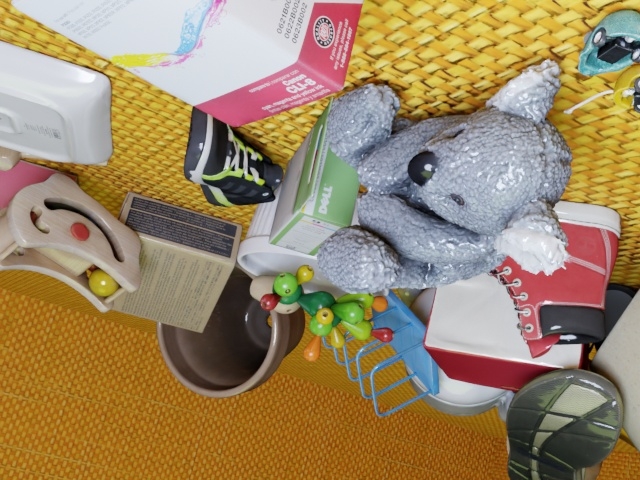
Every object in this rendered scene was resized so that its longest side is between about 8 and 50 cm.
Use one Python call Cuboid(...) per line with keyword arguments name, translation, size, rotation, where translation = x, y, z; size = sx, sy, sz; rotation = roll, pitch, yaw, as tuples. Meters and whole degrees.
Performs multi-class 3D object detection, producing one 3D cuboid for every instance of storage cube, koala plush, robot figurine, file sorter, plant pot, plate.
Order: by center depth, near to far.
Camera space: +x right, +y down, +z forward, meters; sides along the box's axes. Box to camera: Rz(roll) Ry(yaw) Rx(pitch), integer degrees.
Cuboid(name="koala plush", translation=(0.131, -0.052, 0.703), size=(0.203, 0.196, 0.221), rotation=(7, 167, -22))
Cuboid(name="plate", translation=(-0.389, -0.164, 0.969), size=(0.278, 0.045, 0.277), rotation=(16, 163, -10))
Cuboid(name="storage cube", translation=(0.250, 0.088, 1.052), size=(0.215, 0.183, 0.193), rotation=(8, 163, 20))
Cuboid(name="file sorter", translation=(0.081, 0.152, 1.187), size=(0.170, 0.104, 0.118), rotation=(48, 156, 46))
Cuboid(name="robot figurine", translation=(0.234, 0.178, 1.338), size=(0.300, 0.200, 0.353), rotation=(45, 173, 19))
Cuboid(name="plant pot", translation=(-0.146, 0.160, 1.575), size=(0.263, 0.263, 0.229), rotation=(6, 180, 25))

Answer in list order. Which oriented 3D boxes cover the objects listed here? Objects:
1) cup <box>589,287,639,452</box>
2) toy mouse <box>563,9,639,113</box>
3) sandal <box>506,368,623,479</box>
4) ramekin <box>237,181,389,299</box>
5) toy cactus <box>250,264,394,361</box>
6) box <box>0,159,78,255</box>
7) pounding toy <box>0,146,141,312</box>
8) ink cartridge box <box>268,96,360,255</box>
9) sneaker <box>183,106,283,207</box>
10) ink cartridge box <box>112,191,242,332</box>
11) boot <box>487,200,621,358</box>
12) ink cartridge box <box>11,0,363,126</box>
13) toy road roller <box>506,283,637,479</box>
Cuboid(name="cup", translation=(0.454, 0.144, 0.929), size=(0.237, 0.331, 0.331), rotation=(34, 171, 20))
Cuboid(name="toy mouse", translation=(0.243, -0.135, 0.573), size=(0.161, 0.031, 0.143), rotation=(5, 162, 28))
Cuboid(name="sandal", translation=(0.289, 0.228, 0.996), size=(0.120, 0.086, 0.302), rotation=(25, 150, 19))
Cuboid(name="ramekin", translation=(0.000, 0.000, 1.094), size=(0.207, 0.109, 0.207), rotation=(12, 163, 4))
Cuboid(name="toy cactus", translation=(-0.016, 0.090, 1.063), size=(0.181, 0.112, 0.219), rotation=(14, 177, 39))
Cuboid(name="box", translation=(-0.507, -0.058, 1.278), size=(0.232, 0.126, 0.148), rotation=(16, 164, -10))
Cuboid(name="pounding toy", translation=(-0.347, -0.023, 1.119), size=(0.155, 0.154, 0.269), rotation=(-33, 117, 29))
Cuboid(name="ink cartridge box", translation=(0.003, -0.060, 0.884), size=(0.062, 0.109, 0.209), rotation=(16, 163, -11))
Cuboid(name="sneaker", translation=(-0.090, -0.092, 0.930), size=(0.097, 0.084, 0.234), rotation=(6, 171, 4))
Cuboid(name="ink cartridge box", translation=(-0.252, 0.043, 1.348), size=(0.193, 0.088, 0.234), rotation=(18, 141, -12))
Cuboid(name="boot", translation=(0.205, 0.037, 0.933), size=(0.244, 0.176, 0.088), rotation=(9, 164, 18))
Cuboid(name="ink cartridge box", translation=(-0.076, -0.175, 0.520), size=(0.176, 0.128, 0.127), rotation=(25, 160, -35))
Cuboid(name="toy road roller", translation=(0.448, 0.242, 1.168), size=(0.241, 0.329, 0.202), rotation=(31, 175, 34))
